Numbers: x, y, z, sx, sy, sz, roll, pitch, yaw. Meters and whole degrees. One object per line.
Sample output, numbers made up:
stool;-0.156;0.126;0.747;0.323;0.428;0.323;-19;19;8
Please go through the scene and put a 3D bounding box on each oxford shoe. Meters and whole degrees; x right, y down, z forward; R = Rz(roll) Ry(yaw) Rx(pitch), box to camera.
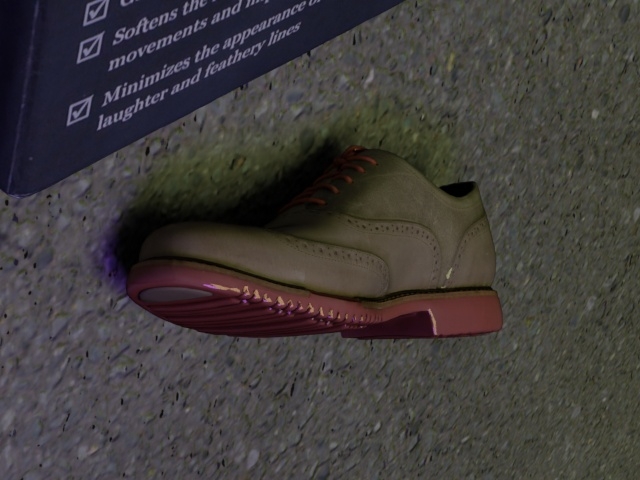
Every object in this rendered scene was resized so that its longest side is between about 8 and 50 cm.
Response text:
oxford shoe;0.000;0.000;1.096;0.348;0.123;0.130;6;82;-55

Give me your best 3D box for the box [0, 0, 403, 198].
box;-0.049;-0.264;0.614;0.293;0.212;0.395;-32;154;-39
